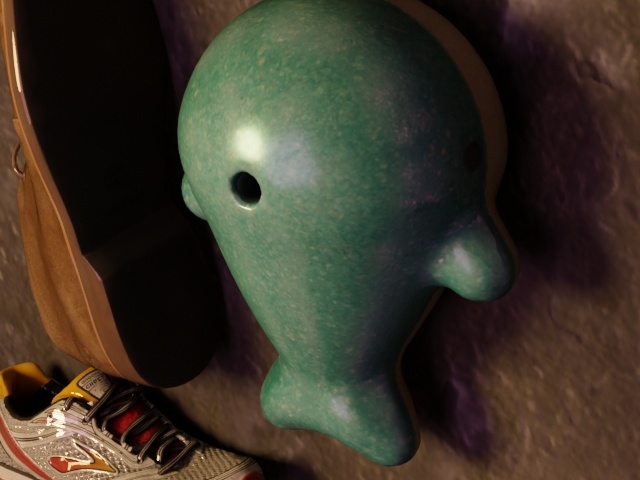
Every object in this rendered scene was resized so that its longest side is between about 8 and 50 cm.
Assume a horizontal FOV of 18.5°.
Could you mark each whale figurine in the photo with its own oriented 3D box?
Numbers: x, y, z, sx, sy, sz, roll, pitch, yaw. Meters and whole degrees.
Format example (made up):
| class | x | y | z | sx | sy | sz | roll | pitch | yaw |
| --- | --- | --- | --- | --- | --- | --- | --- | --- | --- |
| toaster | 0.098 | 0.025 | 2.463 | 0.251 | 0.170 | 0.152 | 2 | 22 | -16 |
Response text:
| class | x | y | z | sx | sy | sz | roll | pitch | yaw |
| --- | --- | --- | --- | --- | --- | --- | --- | --- | --- |
| whale figurine | 0.000 | 0.000 | 1.056 | 0.216 | 0.141 | 0.272 | 18 | 117 | 30 |

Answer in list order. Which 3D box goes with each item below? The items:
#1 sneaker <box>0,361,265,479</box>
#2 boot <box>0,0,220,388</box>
| class | x | y | z | sx | sy | sz | roll | pitch | yaw |
| --- | --- | --- | --- | --- | --- | --- | --- | --- | --- |
| sneaker | -0.133 | 0.132 | 1.237 | 0.225 | 0.088 | 0.093 | 8 | 110 | 34 |
| boot | -0.155 | -0.059 | 1.181 | 0.115 | 0.112 | 0.305 | 4 | 111 | 47 |
